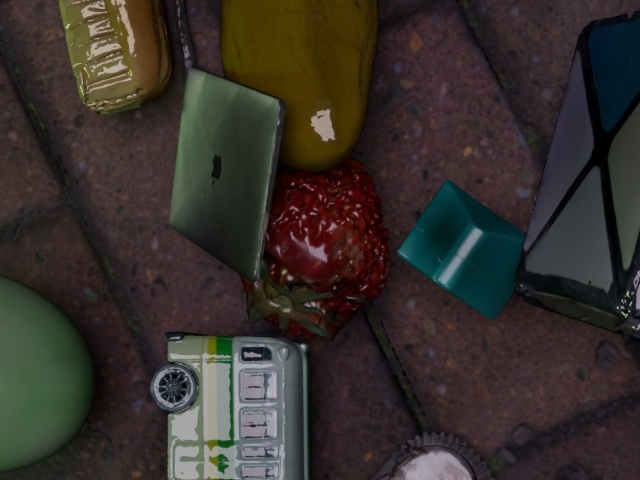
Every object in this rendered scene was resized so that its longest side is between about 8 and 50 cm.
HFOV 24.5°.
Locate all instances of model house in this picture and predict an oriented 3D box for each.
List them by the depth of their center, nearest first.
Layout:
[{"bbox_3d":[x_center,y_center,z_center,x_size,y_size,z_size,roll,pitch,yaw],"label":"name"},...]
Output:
[{"bbox_3d":[0.159,0.011,1.567,0.127,0.149,0.100,35,94,9],"label":"model house"}]

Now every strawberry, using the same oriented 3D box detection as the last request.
[{"bbox_3d":[0.000,0.000,1.587,0.184,0.187,0.201,0,49,40],"label":"strawberry"}]

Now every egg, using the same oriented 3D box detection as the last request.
[{"bbox_3d":[-0.378,0.144,1.606,0.269,0.220,0.220,18,88,2],"label":"egg"}]

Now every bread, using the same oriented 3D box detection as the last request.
[{"bbox_3d":[-0.230,-0.260,1.658,0.106,0.140,0.236,-11,86,5],"label":"bread"}]

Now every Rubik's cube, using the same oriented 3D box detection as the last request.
[{"bbox_3d":[0.392,-0.042,1.416,0.305,0.310,0.307,13,90,-11],"label":"Rubik's cube"}]

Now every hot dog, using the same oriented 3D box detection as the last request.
[{"bbox_3d":[0.085,0.330,1.589,0.144,0.075,0.268,34,94,15],"label":"hot dog"}]

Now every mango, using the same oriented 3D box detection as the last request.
[{"bbox_3d":[-0.028,-0.219,1.592,0.195,0.142,0.332,-20,59,45],"label":"mango"}]

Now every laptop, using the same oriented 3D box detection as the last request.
[{"bbox_3d":[-0.104,-0.076,1.562,0.015,0.269,0.188,4,102,-26],"label":"laptop"}]

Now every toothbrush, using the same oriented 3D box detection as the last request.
[{"bbox_3d":[-0.148,-0.182,1.694,0.030,0.030,0.297,-4,84,1],"label":"toothbrush"}]

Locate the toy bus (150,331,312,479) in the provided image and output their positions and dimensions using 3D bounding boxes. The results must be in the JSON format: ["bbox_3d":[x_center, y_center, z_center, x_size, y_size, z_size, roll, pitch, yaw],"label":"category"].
[{"bbox_3d":[-0.090,0.236,1.594,0.164,0.133,0.276,-2,85,10],"label":"toy bus"}]
